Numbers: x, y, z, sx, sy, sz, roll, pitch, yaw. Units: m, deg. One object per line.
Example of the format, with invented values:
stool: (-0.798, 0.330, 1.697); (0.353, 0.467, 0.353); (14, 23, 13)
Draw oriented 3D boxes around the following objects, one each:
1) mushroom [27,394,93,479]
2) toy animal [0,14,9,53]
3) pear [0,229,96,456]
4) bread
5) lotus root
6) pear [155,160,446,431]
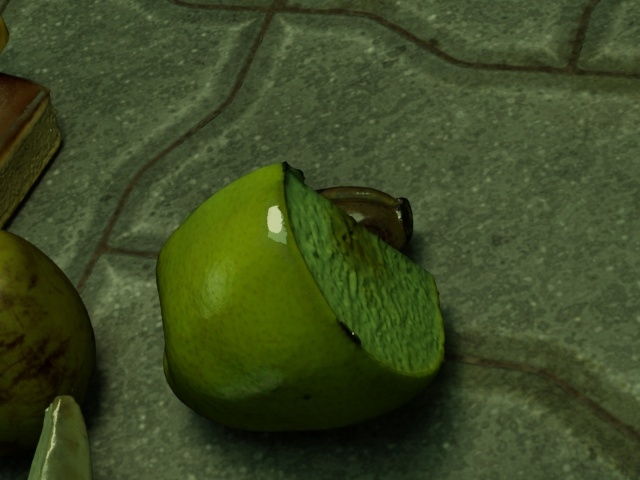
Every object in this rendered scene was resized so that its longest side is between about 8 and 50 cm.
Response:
mushroom: (-0.298, 0.343, 1.539); (0.107, 0.087, 0.333); (-4, 72, -22)
toy animal: (-0.566, -0.278, 1.964); (0.229, 0.156, 0.156); (-30, 50, -7)
pear: (-0.412, 0.126, 1.689); (0.283, 0.283, 0.284); (-8, 50, 10)
bread: (-0.587, -0.105, 2.008); (0.323, 0.143, 0.333); (12, 56, 24)
lotus root: (0.000, 0.000, 1.759); (0.241, 0.123, 0.124); (-6, 34, 8)
pear: (-0.056, 0.107, 1.585); (0.318, 0.342, 0.239); (-24, 52, 28)
